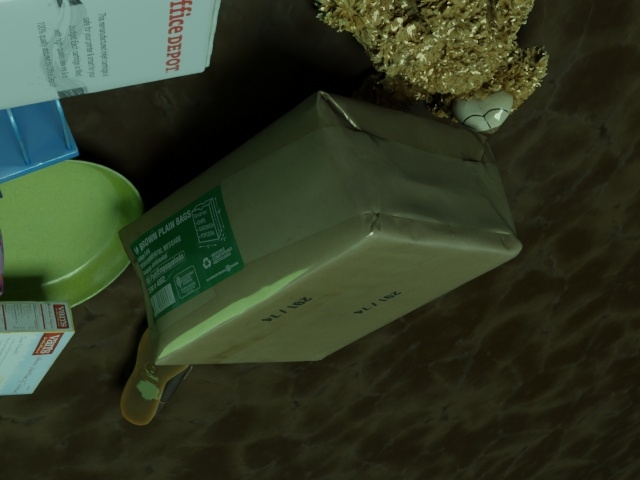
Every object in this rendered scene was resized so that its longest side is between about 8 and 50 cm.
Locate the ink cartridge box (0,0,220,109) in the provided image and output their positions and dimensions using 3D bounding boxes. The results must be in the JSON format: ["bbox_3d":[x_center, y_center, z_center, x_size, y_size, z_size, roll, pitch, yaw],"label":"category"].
[{"bbox_3d":[-0.222,-0.188,0.813,0.272,0.114,0.197,-12,169,-13],"label":"ink cartridge box"}]

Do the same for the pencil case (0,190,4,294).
[{"bbox_3d":[-0.437,0.012,0.995,0.284,0.124,0.124,-10,140,-11],"label":"pencil case"}]

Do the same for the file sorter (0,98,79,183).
[{"bbox_3d":[-0.317,-0.116,0.941,0.170,0.118,0.104,-22,165,-13],"label":"file sorter"}]

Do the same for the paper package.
[{"bbox_3d":[0.000,0.000,1.185,0.324,0.168,0.309,-31,157,33],"label":"paper package"}]

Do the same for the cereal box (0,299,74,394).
[{"bbox_3d":[-0.413,0.123,1.189,0.240,0.047,0.173,2,148,-34],"label":"cereal box"}]

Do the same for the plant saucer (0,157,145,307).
[{"bbox_3d":[-0.310,-0.006,1.167,0.240,0.037,0.241,-20,143,-16],"label":"plant saucer"}]

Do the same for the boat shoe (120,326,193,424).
[{"bbox_3d":[-0.202,0.152,1.413,0.207,0.073,0.073,-55,176,33],"label":"boat shoe"}]

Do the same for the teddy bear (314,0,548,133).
[{"bbox_3d":[0.136,-0.215,1.188,0.245,0.113,0.338,-28,144,-1],"label":"teddy bear"}]
